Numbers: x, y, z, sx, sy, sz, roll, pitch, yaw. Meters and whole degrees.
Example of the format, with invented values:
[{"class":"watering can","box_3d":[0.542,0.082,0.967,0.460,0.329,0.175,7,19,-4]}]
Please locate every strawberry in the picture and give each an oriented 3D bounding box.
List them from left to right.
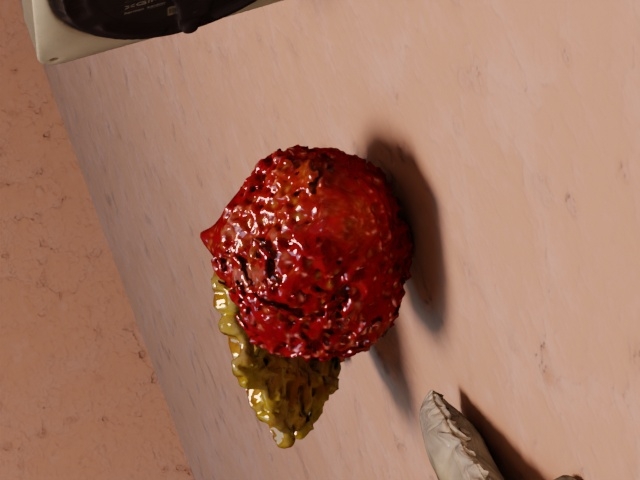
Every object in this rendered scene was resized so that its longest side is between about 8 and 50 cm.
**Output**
[{"class":"strawberry","box_3d":[0.000,0.000,1.468,0.184,0.187,0.201,30,154,-1]}]

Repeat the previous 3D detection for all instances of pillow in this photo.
[{"class":"pillow","box_3d":[0.134,0.215,1.428,0.229,0.051,0.128,-122,8,-68]}]

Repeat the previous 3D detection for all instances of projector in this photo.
[{"class":"projector","box_3d":[-0.110,-0.240,1.380,0.259,0.257,0.079,106,144,-68]}]

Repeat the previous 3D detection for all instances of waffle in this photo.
[{"class":"waffle","box_3d":[-0.032,0.058,1.656,0.254,0.052,0.245,-67,-35,-50]}]

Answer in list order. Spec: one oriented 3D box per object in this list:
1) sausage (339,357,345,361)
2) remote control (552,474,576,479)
[{"class":"sausage","box_3d":[-0.009,0.073,1.861,0.041,0.039,0.131,162,90,-81]},{"class":"remote control","box_3d":[0.226,0.318,1.254,0.090,0.038,0.309,98,152,-64]}]
